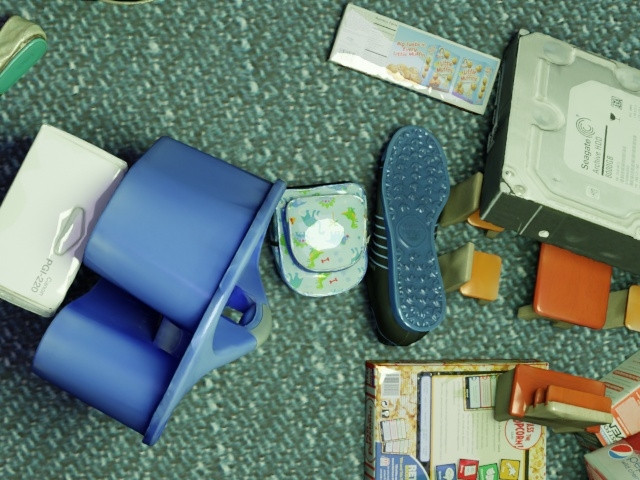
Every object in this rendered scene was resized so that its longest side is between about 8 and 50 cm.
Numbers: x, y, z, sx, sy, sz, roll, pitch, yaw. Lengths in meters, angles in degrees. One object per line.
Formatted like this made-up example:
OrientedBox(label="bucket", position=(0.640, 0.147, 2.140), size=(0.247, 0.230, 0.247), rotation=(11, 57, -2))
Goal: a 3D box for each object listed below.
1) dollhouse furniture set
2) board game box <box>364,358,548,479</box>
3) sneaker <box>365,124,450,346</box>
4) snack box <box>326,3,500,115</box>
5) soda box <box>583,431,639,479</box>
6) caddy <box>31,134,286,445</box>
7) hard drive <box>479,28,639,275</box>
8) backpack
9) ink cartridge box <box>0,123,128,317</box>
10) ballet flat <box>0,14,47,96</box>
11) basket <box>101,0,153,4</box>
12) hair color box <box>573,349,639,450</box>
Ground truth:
OrientedBox(label="dollhouse furniture set", position=(0.258, 0.064, 1.582), size=(0.262, 0.135, 0.259), rotation=(13, 74, -14))
OrientedBox(label="board game box", position=(0.145, 0.201, 1.638), size=(0.193, 0.045, 0.147), rotation=(1, 91, -12))
OrientedBox(label="sneaker", position=(0.083, -0.003, 1.605), size=(0.081, 0.090, 0.232), rotation=(11, 67, -20))
OrientedBox(label="snack box", position=(0.100, -0.191, 1.626), size=(0.178, 0.022, 0.064), rotation=(19, 87, -12))
OrientedBox(label="soda box", position=(0.354, 0.331, 1.620), size=(0.092, 0.083, 0.263), rotation=(-21, 120, -10))
OrientedBox(label="caddy", position=(-0.127, 0.047, 1.434), size=(0.179, 0.341, 0.241), rotation=(28, 107, -2))
OrientedBox(label="hard drive", position=(0.340, -0.071, 1.592), size=(0.339, 0.064, 0.237), rotation=(19, 52, -8))
OrientedBox(label="backpack", position=(0.000, 0.000, 1.581), size=(0.105, 0.084, 0.114), rotation=(-5, 96, -9))
OrientedBox(label="ink cartridge box", position=(-0.259, -0.019, 1.456), size=(0.092, 0.218, 0.159), rotation=(27, 86, -11))
OrientedBox(label="ballet flat", position=(-0.342, -0.156, 1.527), size=(0.052, 0.057, 0.168), rotation=(39, 79, 17))
OrientedBox(label="basket", position=(-0.217, -0.303, 1.451), size=(0.154, 0.227, 0.204), rotation=(-41, 98, -8))
OrientedBox(label="hair color box", position=(0.351, 0.162, 1.656), size=(0.167, 0.093, 0.053), rotation=(-34, 99, -8))
